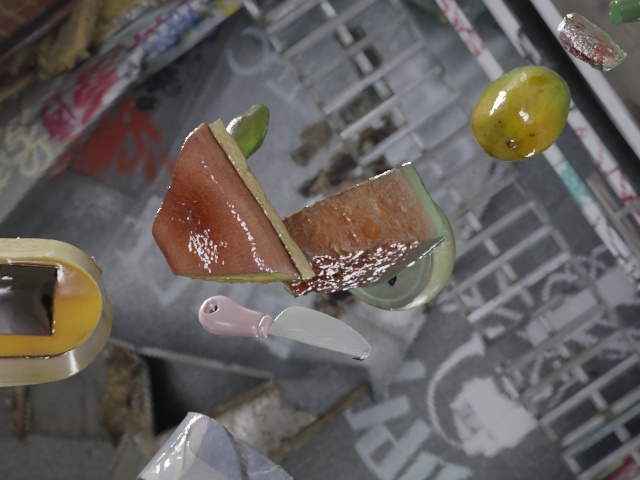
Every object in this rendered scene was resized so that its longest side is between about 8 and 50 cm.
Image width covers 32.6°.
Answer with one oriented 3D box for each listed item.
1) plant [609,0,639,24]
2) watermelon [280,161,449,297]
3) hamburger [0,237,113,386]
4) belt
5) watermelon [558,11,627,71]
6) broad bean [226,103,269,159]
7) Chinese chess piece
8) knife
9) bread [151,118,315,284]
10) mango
[{"bbox_3d":[0.538,-0.394,1.835,0.051,0.102,0.051,161,90,-75],"label":"plant"},{"bbox_3d":[0.000,0.000,1.318,0.257,0.193,0.139,-13,-105,-52],"label":"watermelon"},{"bbox_3d":[-0.346,0.080,1.258,0.116,0.210,0.173,124,142,-73],"label":"hamburger"},{"bbox_3d":[-0.066,0.368,1.382,0.347,0.117,0.212,41,160,-4],"label":"belt"},{"bbox_3d":[0.507,-0.391,2.144,0.139,0.071,0.187,15,-150,-35],"label":"watermelon"},{"bbox_3d":[-0.149,-0.153,1.953,0.067,0.075,0.325,39,-142,-19],"label":"broad bean"},{"bbox_3d":[0.132,0.018,1.969,0.092,0.238,0.237,-17,-112,-54],"label":"Chinese chess piece"},{"bbox_3d":[-0.058,0.149,1.906,0.336,0.081,0.043,10,146,22],"label":"knife"},{"bbox_3d":[-0.100,-0.016,1.076,0.192,0.119,0.067,61,-169,19],"label":"bread"},{"bbox_3d":[0.293,-0.198,1.657,0.114,0.156,0.251,31,-171,-16],"label":"mango"}]
